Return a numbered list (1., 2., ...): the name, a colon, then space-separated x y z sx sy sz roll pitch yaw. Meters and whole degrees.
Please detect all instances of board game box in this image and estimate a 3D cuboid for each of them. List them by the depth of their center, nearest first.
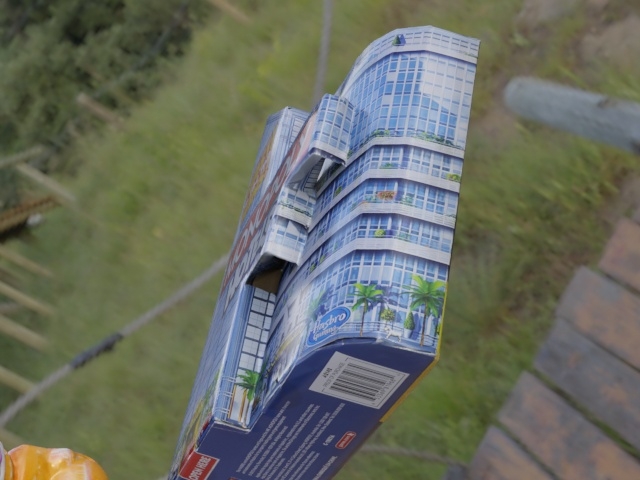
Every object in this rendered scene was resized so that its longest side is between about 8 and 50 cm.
1. board game box: 0.000 0.000 0.557 0.194 0.060 0.194 122 163 -54

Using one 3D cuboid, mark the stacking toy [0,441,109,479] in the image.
1. stacking toy: -0.257 0.135 0.798 0.175 0.301 0.166 20 90 49
